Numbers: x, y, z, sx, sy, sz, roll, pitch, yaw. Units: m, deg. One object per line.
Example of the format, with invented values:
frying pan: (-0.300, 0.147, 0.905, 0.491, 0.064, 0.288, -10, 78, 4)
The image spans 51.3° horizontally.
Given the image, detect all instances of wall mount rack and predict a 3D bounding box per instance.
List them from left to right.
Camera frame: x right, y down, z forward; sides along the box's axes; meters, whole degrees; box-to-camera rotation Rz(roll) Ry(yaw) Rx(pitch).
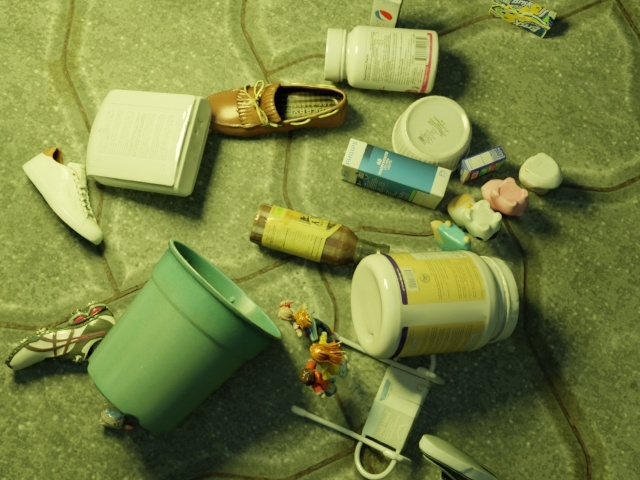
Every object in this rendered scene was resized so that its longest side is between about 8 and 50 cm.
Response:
wall mount rack: (0.116, 0.370, 1.585, 0.304, 0.130, 0.349, 16, 75, 36)

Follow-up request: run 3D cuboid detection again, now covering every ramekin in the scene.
ramekin: (0.293, -0.273, 1.722, 0.207, 0.109, 0.207, 0, 79, -1)

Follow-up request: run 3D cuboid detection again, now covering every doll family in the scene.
doll family: (-0.007, 0.229, 1.544, 0.118, 0.163, 0.262, -31, 57, 13)

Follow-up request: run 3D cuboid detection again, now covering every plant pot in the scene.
plant pot: (-0.321, 0.230, 1.519, 0.341, 0.341, 0.334, 41, 89, 7)

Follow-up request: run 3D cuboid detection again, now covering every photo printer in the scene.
photo printer: (-0.444, -0.250, 1.678, 0.308, 0.107, 0.255, 8, 81, 21)

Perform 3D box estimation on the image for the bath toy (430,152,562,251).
bath toy: (0.447, -0.093, 1.680, 0.348, 0.129, 0.151, -34, 61, -7)

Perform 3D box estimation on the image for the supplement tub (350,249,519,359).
supplement tub: (0.260, 0.144, 1.544, 0.332, 0.241, 0.240, -2, 78, -18)

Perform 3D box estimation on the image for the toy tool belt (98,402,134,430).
toy tool belt: (-0.485, 0.423, 1.600, 0.083, 0.052, 0.051, 13, 87, 2)

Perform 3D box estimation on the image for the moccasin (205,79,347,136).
moccasin: (-0.120, -0.342, 1.713, 0.381, 0.147, 0.139, 3, 78, 0)

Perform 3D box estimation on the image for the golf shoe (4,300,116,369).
golf shoe: (-0.622, 0.254, 1.610, 0.273, 0.105, 0.120, -29, 87, -6)

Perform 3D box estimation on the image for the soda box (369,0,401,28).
soda box: (0.173, -0.598, 1.734, 0.069, 0.216, 0.073, 18, 79, 2)

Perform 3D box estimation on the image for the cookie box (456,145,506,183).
cookie box: (0.412, -0.194, 1.716, 0.107, 0.092, 0.040, -21, 76, -4)

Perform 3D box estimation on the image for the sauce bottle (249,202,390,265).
sauce bottle: (0.000, 0.000, 1.665, 0.345, 0.111, 0.111, 16, 79, 1)

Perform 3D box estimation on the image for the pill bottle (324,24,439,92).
pill bottle: (0.155, -0.474, 1.737, 0.283, 0.160, 0.160, 5, 78, 0)

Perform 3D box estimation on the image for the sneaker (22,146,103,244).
sneaker: (-0.623, -0.122, 1.683, 0.123, 0.106, 0.290, -40, 80, -6)

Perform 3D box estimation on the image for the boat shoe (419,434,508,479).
boat shoe: (0.329, 0.551, 1.523, 0.306, 0.113, 0.104, 35, 91, -25)

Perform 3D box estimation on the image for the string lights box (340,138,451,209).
string lights box: (0.185, -0.165, 1.685, 0.260, 0.133, 0.076, 19, 79, 3)

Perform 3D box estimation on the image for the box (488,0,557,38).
box: (0.552, -0.621, 1.822, 0.169, 0.059, 0.054, 28, 80, 5)
